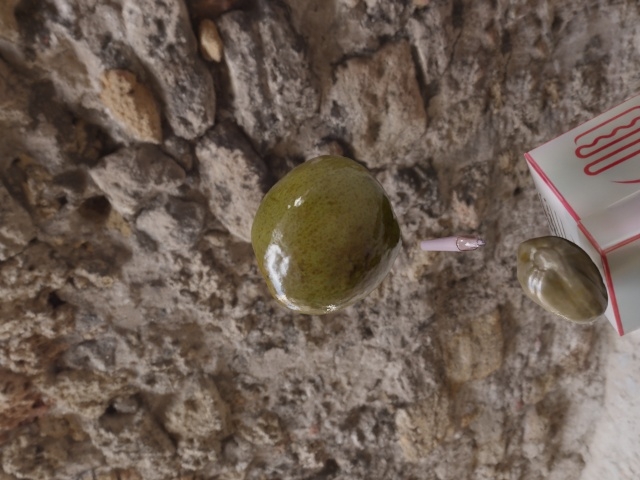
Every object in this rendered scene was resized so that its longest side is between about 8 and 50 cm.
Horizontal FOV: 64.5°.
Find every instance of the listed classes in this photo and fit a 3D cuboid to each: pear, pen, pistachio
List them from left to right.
[{"bbox_3d":[0.000,0.000,0.729,0.188,0.211,0.228,36,166,46],"label":"pear"},{"bbox_3d":[0.270,0.007,1.025,0.197,0.053,0.032,171,96,-72],"label":"pen"},{"bbox_3d":[0.389,0.068,0.814,0.185,0.108,0.126,42,177,-12],"label":"pistachio"}]

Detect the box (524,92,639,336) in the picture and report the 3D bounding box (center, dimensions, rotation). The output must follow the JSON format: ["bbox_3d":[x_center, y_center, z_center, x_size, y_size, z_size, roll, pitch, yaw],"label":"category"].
[{"bbox_3d":[0.622,-0.060,0.966,0.314,0.312,0.300,49,-160,-41],"label":"box"}]
